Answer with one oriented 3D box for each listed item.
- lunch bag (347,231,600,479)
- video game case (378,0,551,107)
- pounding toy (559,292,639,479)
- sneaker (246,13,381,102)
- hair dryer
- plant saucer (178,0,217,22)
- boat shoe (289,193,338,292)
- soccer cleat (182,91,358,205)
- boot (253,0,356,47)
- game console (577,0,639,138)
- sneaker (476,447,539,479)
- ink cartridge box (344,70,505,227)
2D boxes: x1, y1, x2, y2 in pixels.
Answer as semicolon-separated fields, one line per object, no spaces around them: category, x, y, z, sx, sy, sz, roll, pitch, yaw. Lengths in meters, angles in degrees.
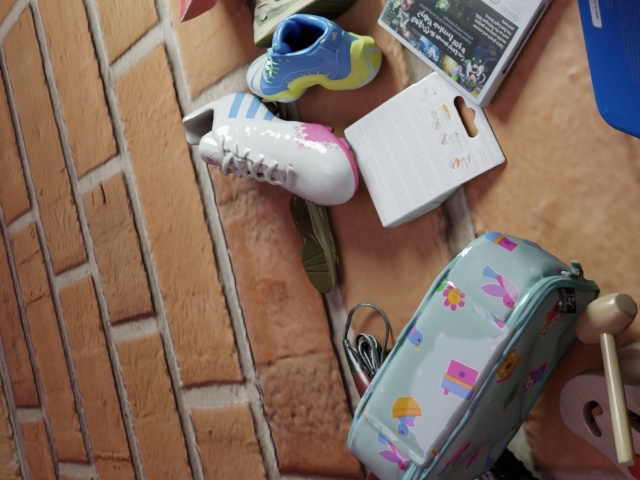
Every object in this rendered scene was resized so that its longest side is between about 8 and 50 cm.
lunch bag;0.168;0.127;0.761;0.108;0.224;0.279;39;106;33
video game case;0.164;-0.276;0.846;0.190;0.022;0.173;49;127;30
pounding toy;0.290;0.189;0.691;0.269;0.155;0.154;62;154;10
sneaker;-0.038;-0.254;1.000;0.240;0.126;0.091;0;72;42
hair dryer;0.101;0.250;1.023;0.223;0.080;0.293;31;116;59
plant saucer;-0.138;-0.481;1.077;0.258;0.048;0.259;-48;38;43
boat shoe;-0.002;0.000;1.093;0.056;0.048;0.153;-17;92;44
soccer cleat;-0.081;-0.118;1.047;0.331;0.143;0.116;36;140;48
boot;-0.033;-0.374;1.018;0.213;0.077;0.165;-15;85;50
game console;0.333;-0.215;0.561;0.293;0.173;0.250;68;172;-30
sneaker;0.240;0.282;0.856;0.121;0.079;0.217;-31;81;43
ink cartridge box;0.129;-0.118;0.928;0.179;0.045;0.145;-29;75;29
